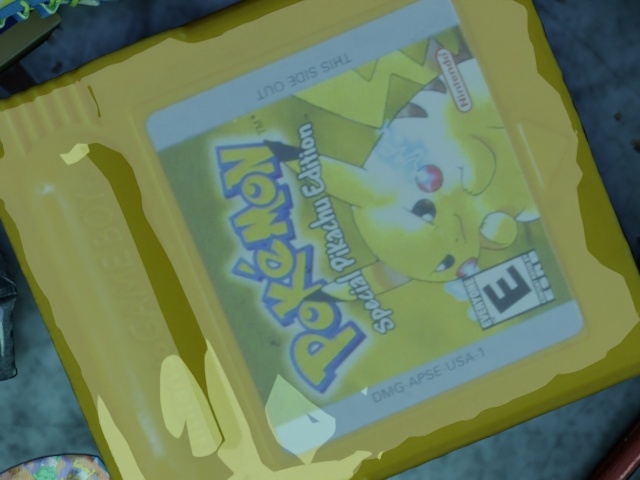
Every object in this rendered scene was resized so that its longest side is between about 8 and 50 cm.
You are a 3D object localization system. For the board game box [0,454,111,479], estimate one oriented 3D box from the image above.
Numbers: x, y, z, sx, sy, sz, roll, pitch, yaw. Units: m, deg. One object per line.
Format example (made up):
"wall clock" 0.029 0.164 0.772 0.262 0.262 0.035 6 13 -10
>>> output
"board game box" -0.147 0.212 0.989 0.133 0.033 0.169 -39 95 1

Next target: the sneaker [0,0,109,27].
"sneaker" -0.148 -0.152 0.901 0.126 0.091 0.240 36 65 -16

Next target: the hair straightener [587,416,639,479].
"hair straightener" 0.178 0.182 0.993 0.089 0.047 0.230 40 92 -5

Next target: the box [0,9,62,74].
"box" -0.264 -0.165 0.922 0.225 0.036 0.136 49 59 -4

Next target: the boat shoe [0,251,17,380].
"boat shoe" -0.220 -0.004 0.959 0.083 0.065 0.183 -7 93 -16

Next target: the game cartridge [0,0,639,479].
"game cartridge" 0.000 0.000 0.965 0.323 0.052 0.285 -23 95 -4
